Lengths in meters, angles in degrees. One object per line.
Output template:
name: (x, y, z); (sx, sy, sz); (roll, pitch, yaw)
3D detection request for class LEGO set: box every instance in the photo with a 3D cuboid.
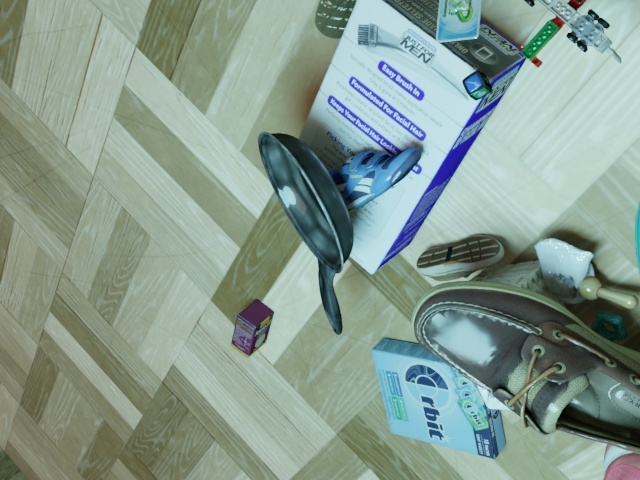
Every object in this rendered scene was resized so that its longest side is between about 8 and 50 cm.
LEGO set: (0.211, -0.264, 0.829); (0.182, 0.060, 0.244); (3, 85, 35)

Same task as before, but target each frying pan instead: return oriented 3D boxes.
frying pan: (0.009, 0.004, 1.028); (0.326, 0.053, 0.197); (64, 167, -20)

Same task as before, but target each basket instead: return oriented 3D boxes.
basket: (0.251, 0.118, 1.039); (0.113, 0.103, 0.167); (-12, 106, 45)

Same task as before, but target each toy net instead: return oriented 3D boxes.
toy net: (0.343, 0.088, 0.987); (0.232, 0.045, 0.122); (48, 138, 9)

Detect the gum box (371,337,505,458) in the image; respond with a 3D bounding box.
gum box: (0.175, 0.234, 1.222); (0.184, 0.041, 0.157); (5, 118, 40)

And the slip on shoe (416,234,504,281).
slip on shoe: (0.190, 0.029, 1.081); (0.135, 0.051, 0.041); (-16, 130, 43)

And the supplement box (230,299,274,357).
supplement box: (-0.119, 0.154, 1.418); (0.043, 0.055, 0.083); (33, 134, 19)

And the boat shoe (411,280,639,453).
boat shoe: (0.260, 0.152, 0.905); (0.342, 0.123, 0.123); (26, 112, 4)

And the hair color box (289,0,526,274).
hair color box: (0.087, -0.139, 1.020); (0.185, 0.110, 0.339); (41, 137, 14)

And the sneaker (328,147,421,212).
sneaker: (0.058, -0.080, 0.967); (0.144, 0.053, 0.059); (-29, 94, 45)

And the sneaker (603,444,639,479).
sneaker: (0.448, 0.278, 0.925); (0.116, 0.136, 0.314); (42, 141, -7)

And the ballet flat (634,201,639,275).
ballet flat: (0.418, 0.086, 0.855); (0.107, 0.106, 0.316); (-30, 65, 53)

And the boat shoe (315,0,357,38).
boat shoe: (0.050, -0.321, 0.976); (0.064, 0.060, 0.178); (24, 134, -11)
